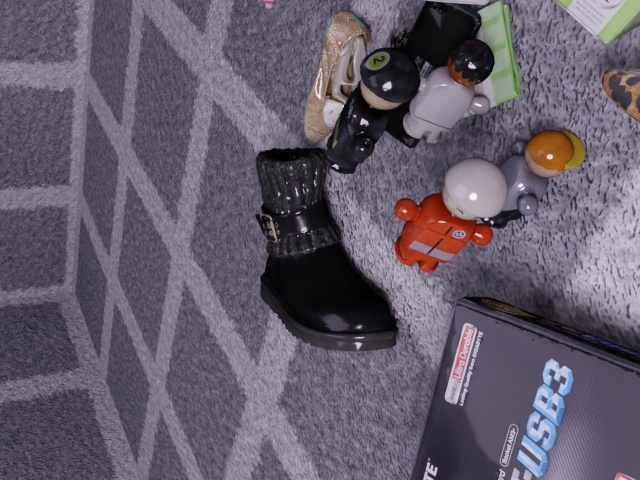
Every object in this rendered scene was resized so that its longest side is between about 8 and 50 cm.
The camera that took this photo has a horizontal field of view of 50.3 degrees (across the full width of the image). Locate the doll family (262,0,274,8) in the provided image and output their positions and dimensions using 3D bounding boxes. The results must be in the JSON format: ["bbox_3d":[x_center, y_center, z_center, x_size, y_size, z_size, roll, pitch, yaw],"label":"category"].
[{"bbox_3d":[-0.050,-0.475,0.980,0.118,0.163,0.263,62,143,31],"label":"doll family"}]

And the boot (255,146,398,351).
[{"bbox_3d":[-0.004,0.000,1.023,0.348,0.131,0.260,26,118,55],"label":"boot"}]

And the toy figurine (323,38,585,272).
[{"bbox_3d":[0.133,-0.098,0.694,0.213,0.209,0.148,55,144,17],"label":"toy figurine"}]

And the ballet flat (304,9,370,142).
[{"bbox_3d":[0.026,-0.227,0.998,0.067,0.073,0.206,37,131,32],"label":"ballet flat"}]

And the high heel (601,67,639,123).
[{"bbox_3d":[0.287,-0.015,0.544,0.261,0.093,0.186,47,115,34],"label":"high heel"}]

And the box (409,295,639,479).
[{"bbox_3d":[0.227,0.235,0.637,0.293,0.073,0.295,21,102,40],"label":"box"}]

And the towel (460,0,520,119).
[{"bbox_3d":[0.171,-0.202,0.810,0.152,0.023,0.113,-11,89,56],"label":"towel"}]

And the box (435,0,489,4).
[{"bbox_3d":[0.103,-0.384,0.760,0.232,0.148,0.127,62,143,32],"label":"box"}]

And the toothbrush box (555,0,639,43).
[{"bbox_3d":[0.250,-0.328,0.498,0.206,0.122,0.283,47,140,13],"label":"toothbrush box"}]

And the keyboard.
[{"bbox_3d":[0.123,-0.215,0.841,0.100,0.038,0.192,40,131,15],"label":"keyboard"}]
